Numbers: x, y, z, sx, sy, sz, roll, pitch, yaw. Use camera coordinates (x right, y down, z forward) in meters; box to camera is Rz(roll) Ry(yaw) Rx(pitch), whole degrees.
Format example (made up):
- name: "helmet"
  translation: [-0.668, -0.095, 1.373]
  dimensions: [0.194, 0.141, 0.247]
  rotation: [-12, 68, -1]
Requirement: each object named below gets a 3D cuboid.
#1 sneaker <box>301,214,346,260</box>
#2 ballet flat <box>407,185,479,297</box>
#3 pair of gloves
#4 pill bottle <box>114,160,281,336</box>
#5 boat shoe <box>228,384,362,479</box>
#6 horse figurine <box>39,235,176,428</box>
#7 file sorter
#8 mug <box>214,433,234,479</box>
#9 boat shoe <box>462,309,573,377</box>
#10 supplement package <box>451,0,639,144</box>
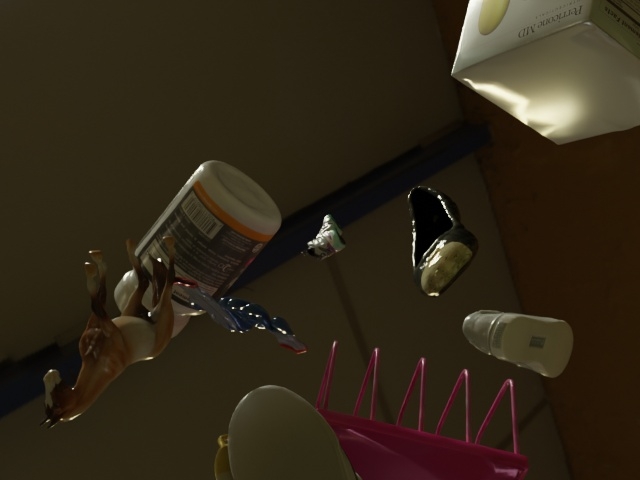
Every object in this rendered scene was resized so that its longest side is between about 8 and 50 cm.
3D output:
- name: "sneaker"
  translation: [0.000, 0.000, 1.158]
  dimensions: [0.069, 0.098, 0.038]
  rotation: [-35, -70, 10]
- name: "ballet flat"
  translation: [0.084, 0.000, 0.570]
  dimensions: [0.049, 0.173, 0.057]
  rotation: [44, -76, -8]
- name: "pair of gloves"
  translation: [-0.115, 0.104, 1.023]
  dimensions: [0.159, 0.198, 0.023]
  rotation: [49, -119, -49]
- name: "pill bottle"
  translation: [-0.205, 0.019, 1.219]
  dimensions: [0.162, 0.162, 0.278]
  rotation: [29, -68, -33]
- name: "boat shoe"
  translation: [0.015, 0.243, 0.625]
  dimensions: [0.096, 0.267, 0.088]
  rotation: [-38, -26, -10]
- name: "horse figurine"
  translation: [-0.227, 0.090, 0.872]
  dimensions: [0.263, 0.066, 0.175]
  rotation: [-36, -51, -72]
- name: "file sorter"
  translation: [0.128, 0.289, 1.108]
  dimensions: [0.290, 0.202, 0.182]
  rotation: [13, -142, 0]
- name: "mug"
  translation: [-0.094, 0.282, 0.959]
  dimensions: [0.064, 0.062, 0.078]
  rotation: [5, -116, -43]
- name: "boat shoe"
  translation: [0.218, 0.110, 0.817]
  dimensions: [0.184, 0.063, 0.066]
  rotation: [10, -85, -47]
- name: "supplement package"
  translation: [0.311, -0.284, 0.855]
  dimensions: [0.198, 0.199, 0.263]
  rotation: [24, -107, -28]
